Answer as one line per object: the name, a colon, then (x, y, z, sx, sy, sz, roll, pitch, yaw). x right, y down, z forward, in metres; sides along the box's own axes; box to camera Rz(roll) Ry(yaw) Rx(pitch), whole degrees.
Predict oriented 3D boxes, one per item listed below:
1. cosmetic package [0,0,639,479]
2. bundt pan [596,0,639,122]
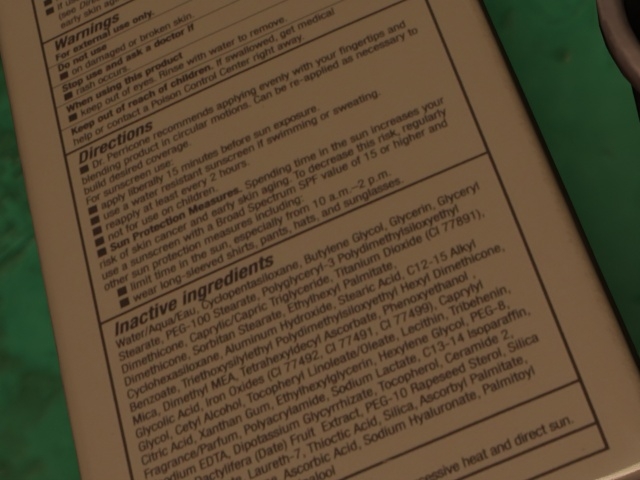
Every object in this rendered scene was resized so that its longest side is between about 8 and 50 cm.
cosmetic package: (0.000, 0.000, 0.608, 0.160, 0.113, 0.309, -23, 50, 8)
bundt pan: (0.244, -0.036, 0.533, 0.331, 0.124, 0.331, -5, 50, 6)
